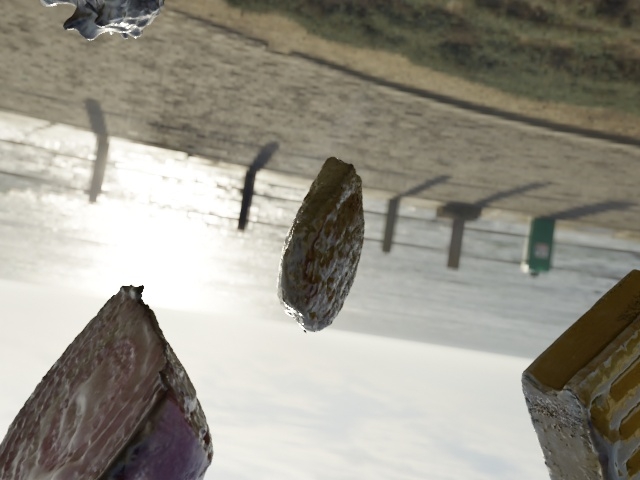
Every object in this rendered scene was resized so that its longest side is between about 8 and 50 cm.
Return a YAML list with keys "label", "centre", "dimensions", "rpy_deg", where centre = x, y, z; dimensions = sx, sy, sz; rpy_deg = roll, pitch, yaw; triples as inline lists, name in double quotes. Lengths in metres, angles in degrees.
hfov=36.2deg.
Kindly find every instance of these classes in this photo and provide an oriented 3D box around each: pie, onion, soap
- label: "pie"
  centre: [0.000, 0.000, 1.048]
  dimensions: [0.079, 0.193, 0.163]
  rpy_deg: [15, 145, 10]
- label: "onion"
  centre: [-0.160, 0.173, 0.716]
  dimensions: [0.111, 0.247, 0.250]
  rpy_deg: [35, -175, -25]
- label: "soap"
  centre: [0.315, 0.123, 0.947]
  dimensions: [0.258, 0.160, 0.080]
  rpy_deg: [-35, -152, -29]

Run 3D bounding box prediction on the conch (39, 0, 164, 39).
- label: "conch"
  centre: [-0.197, -0.343, 1.010]
  dimensions: [0.186, 0.313, 0.240]
  rpy_deg: [33, -159, -32]
